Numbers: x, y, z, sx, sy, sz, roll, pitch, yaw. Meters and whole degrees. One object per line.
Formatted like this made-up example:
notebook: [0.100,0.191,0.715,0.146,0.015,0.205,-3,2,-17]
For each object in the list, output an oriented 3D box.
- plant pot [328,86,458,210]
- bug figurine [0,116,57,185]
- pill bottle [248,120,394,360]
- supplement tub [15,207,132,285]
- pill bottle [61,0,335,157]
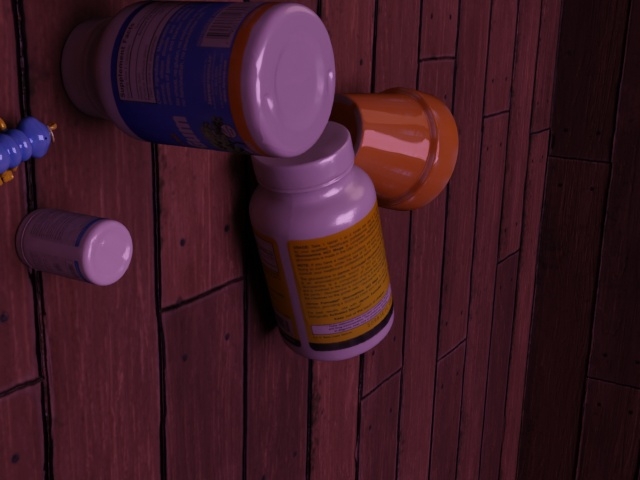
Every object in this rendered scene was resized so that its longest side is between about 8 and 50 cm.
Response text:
plant pot: [0.086,-0.159,1.337,0.188,0.205,0.205,6,94,-44]
bug figurine: [-0.340,-0.145,0.719,0.216,0.072,0.278,-46,137,-43]
pill bottle: [0.000,0.000,1.224,0.188,0.188,0.333,-48,138,-42]
supplement tub: [-0.259,0.006,0.867,0.071,0.107,0.071,-27,122,-54]
pill bottle: [-0.135,-0.172,0.858,0.152,0.272,0.152,-24,118,-55]
